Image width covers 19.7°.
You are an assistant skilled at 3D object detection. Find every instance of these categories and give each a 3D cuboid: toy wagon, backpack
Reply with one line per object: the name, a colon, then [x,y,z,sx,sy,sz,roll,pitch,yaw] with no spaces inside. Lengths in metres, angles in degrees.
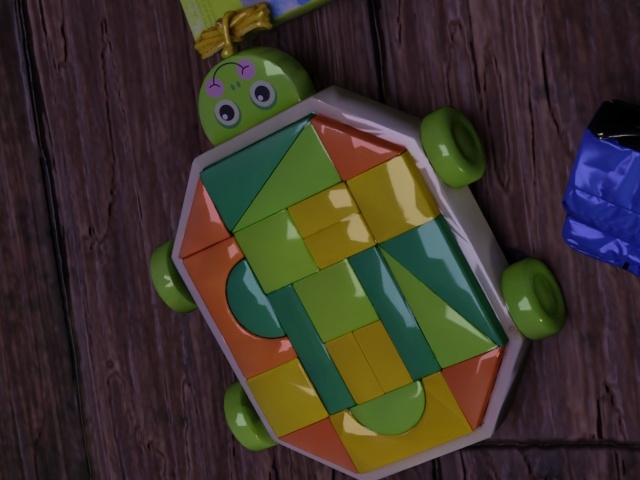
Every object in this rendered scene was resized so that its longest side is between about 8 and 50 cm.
toy wagon: [0.000,0.000,1.297,0.267,0.068,0.344,-25,97,29]
backpack: [0.222,-0.027,1.180,0.120,0.098,0.101,19,118,10]

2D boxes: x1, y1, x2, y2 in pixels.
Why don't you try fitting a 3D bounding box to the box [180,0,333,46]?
box: [-0.026,-0.213,1.302,0.178,0.042,0.109,-21,90,30]
